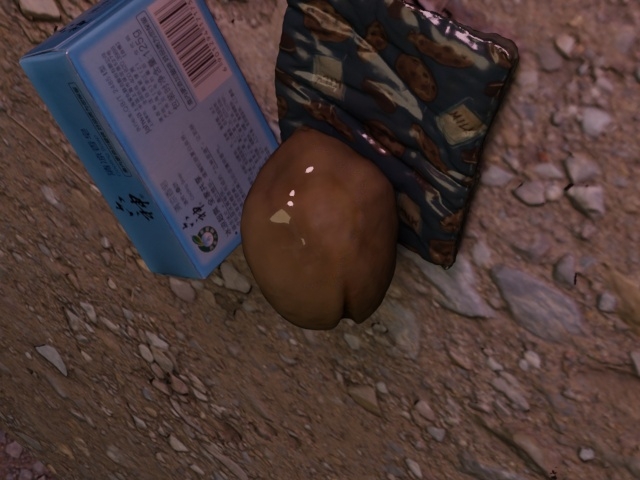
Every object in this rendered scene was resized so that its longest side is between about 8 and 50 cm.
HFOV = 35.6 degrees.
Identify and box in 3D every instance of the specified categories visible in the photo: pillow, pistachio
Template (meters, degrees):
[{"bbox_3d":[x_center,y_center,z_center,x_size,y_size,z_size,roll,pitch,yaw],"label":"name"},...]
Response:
[{"bbox_3d":[0.045,-0.093,0.787,0.189,0.034,0.256,28,146,16],"label":"pillow"},{"bbox_3d":[0.000,0.000,0.814,0.135,0.136,0.226,30,156,18],"label":"pistachio"}]

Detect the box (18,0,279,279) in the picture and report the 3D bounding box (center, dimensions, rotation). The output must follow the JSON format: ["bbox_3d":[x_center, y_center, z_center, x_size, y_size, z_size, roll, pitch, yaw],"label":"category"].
[{"bbox_3d":[-0.132,-0.098,0.865,0.083,0.142,0.232,5,132,43],"label":"box"}]
